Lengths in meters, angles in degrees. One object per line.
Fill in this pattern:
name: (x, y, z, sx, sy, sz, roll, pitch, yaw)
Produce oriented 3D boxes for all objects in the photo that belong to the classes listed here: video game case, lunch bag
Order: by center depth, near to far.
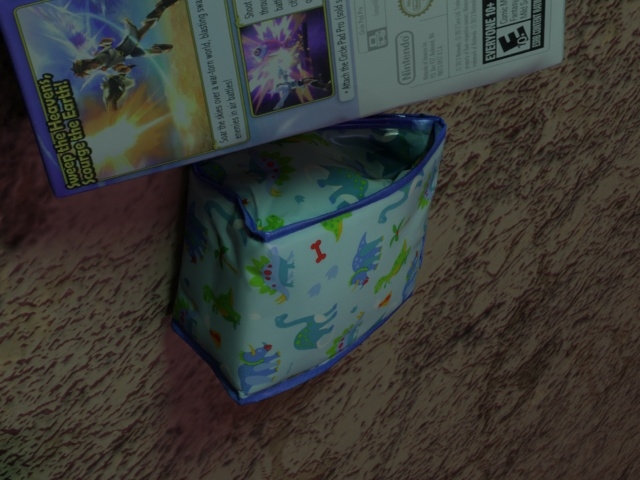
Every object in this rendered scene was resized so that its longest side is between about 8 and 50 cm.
video game case: (-0.021, -0.149, 0.718, 0.244, 0.061, 0.269, -16, 143, -7)
lunch bag: (0.000, 0.000, 0.985, 0.151, 0.096, 0.128, -19, 139, -29)
